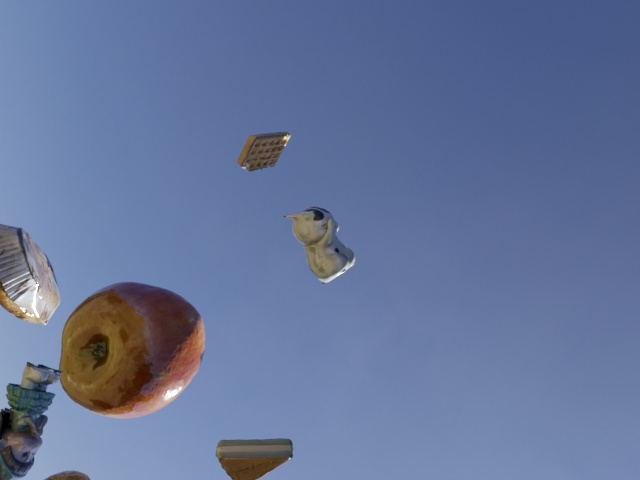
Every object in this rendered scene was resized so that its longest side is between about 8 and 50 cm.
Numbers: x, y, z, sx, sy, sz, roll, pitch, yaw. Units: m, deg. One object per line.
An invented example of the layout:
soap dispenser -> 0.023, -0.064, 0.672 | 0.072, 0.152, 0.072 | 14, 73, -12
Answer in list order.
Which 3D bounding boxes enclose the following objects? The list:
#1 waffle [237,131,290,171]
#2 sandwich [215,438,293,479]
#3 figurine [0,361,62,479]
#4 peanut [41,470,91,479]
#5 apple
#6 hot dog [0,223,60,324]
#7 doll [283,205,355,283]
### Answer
waffle -> -0.119, -0.183, 1.451 | 0.021, 0.135, 0.092 | 43, -60, 17
sandwich -> -0.166, 0.530, 1.772 | 0.113, 0.163, 0.079 | 54, 10, -20
figurine -> -0.265, 0.161, 0.617 | 0.060, 0.047, 0.106 | 86, 22, -78
peanut -> -0.545, 0.540, 1.367 | 0.129, 0.224, 0.129 | 61, -10, 18
apple -> -0.404, 0.237, 1.475 | 0.301, 0.301, 0.301 | 18, -68, 52
hot dog -> -0.472, 0.060, 1.113 | 0.268, 0.075, 0.144 | 115, -41, -67
doll -> 0.005, 0.005, 1.591 | 0.107, 0.110, 0.180 | -20, -85, 30
